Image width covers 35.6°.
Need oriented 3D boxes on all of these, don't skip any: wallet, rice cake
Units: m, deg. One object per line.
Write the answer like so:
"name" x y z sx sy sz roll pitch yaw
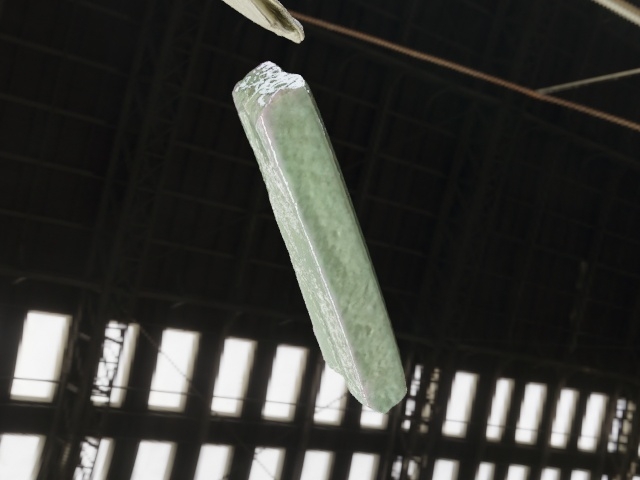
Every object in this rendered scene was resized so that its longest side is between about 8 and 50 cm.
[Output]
"wallet" -0.156 -0.400 1.426 0.335 0.275 0.068 38 -78 -4
"rice cake" 0.000 -0.001 0.589 0.042 0.080 0.221 -25 -58 -8
